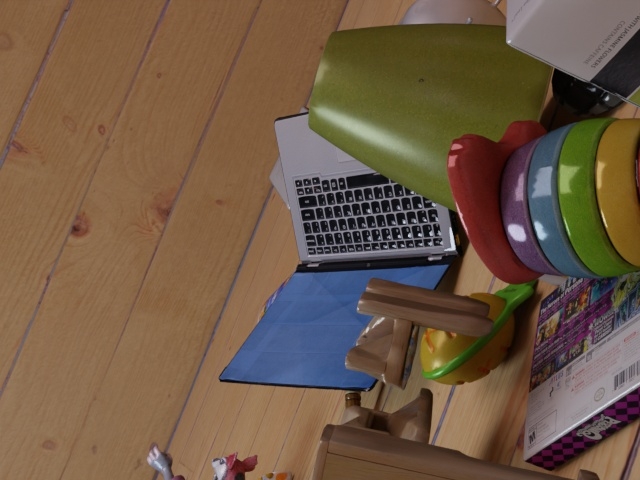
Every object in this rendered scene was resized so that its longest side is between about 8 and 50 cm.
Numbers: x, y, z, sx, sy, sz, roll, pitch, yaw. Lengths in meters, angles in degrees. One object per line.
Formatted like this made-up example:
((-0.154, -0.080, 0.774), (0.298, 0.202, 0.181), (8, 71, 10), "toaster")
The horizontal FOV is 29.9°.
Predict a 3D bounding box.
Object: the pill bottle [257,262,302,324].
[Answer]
((-0.004, 0.118, 2.188), (0.272, 0.152, 0.152), (132, 158, -57), "pill bottle")

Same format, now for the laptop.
((0.000, 0.000, 1.868), (0.382, 0.236, 0.407), (-5, 98, 50), "laptop")

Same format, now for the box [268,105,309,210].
((0.046, -0.121, 2.260), (0.168, 0.215, 0.345), (-65, 13, 8), "box")

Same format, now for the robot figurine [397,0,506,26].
((0.189, -0.269, 1.964), (0.353, 0.200, 0.300), (-53, 4, 48), "robot figurine")

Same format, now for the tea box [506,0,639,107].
((0.366, -0.258, 0.910), (0.329, 0.324, 0.220), (-52, 20, 46), "tea box")

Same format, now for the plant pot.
((0.141, -0.180, 1.614), (0.275, 0.294, 0.274), (14, -90, -85), "plant pot")

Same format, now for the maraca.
((0.198, 0.109, 1.501), (0.186, 0.099, 0.127), (-43, 9, -15), "maraca")

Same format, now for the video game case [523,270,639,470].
((0.292, 0.101, 1.228), (0.232, 0.042, 0.210), (-51, 20, 50), "video game case")

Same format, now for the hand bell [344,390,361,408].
((0.050, 0.257, 1.883), (0.126, 0.126, 0.242), (132, 146, -55), "hand bell")

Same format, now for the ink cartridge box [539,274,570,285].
((0.279, -0.011, 1.375), (0.092, 0.090, 0.143), (-70, 12, -14), "ink cartridge box")

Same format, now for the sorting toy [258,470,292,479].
((-0.084, 0.464, 2.182), (0.083, 0.045, 0.075), (135, 136, -59), "sorting toy")

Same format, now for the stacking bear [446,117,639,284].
((0.293, -0.051, 1.117), (0.289, 0.175, 0.164), (-9, 96, 41), "stacking bear")

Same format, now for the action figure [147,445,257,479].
((-0.210, 0.525, 2.077), (0.275, 0.248, 0.370), (-99, 30, -67), "action figure")

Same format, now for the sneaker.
((0.379, -0.260, 1.463), (0.106, 0.101, 0.267), (-43, -12, -47), "sneaker")

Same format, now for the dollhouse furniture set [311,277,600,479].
((0.130, 0.259, 1.252), (0.394, 0.257, 0.362), (-34, -45, -82), "dollhouse furniture set")
